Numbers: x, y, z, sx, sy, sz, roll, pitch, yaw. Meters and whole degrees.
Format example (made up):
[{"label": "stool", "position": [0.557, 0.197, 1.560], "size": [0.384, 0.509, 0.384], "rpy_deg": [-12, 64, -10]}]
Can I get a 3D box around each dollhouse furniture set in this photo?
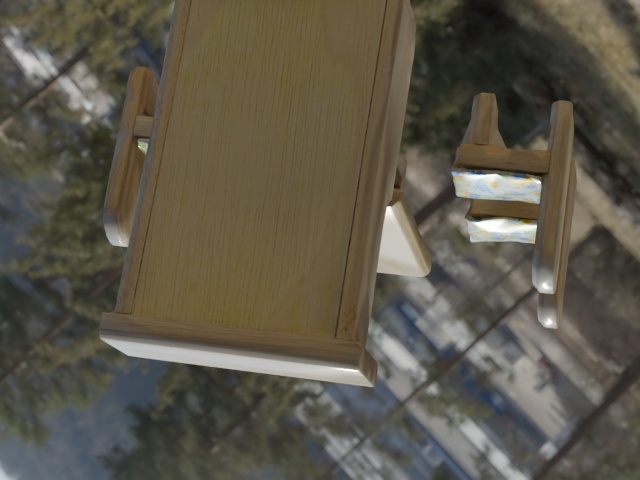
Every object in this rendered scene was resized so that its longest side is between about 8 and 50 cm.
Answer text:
[{"label": "dollhouse furniture set", "position": [0.000, 0.000, 1.038], "size": [0.362, 0.256, 0.394], "rpy_deg": [6, 166, 13]}]
